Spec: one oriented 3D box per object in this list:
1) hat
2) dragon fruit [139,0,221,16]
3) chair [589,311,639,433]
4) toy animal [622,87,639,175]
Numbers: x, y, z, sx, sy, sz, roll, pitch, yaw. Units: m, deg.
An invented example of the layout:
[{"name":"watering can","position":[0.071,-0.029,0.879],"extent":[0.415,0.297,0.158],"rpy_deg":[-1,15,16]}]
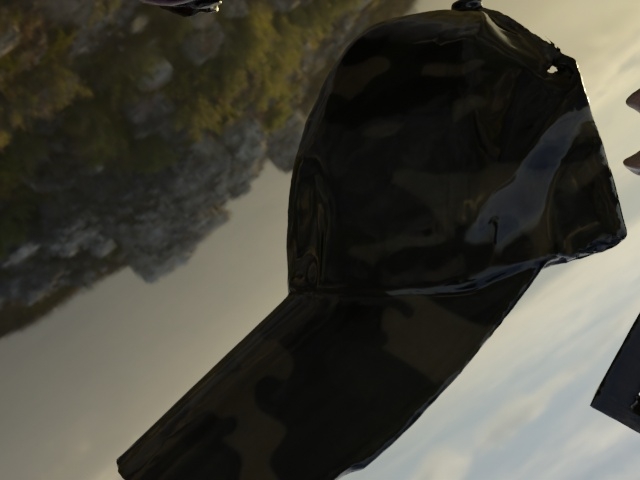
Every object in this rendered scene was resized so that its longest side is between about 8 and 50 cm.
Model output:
[{"name":"hat","position":[0.000,0.000,0.716],"extent":[0.382,0.257,0.366],"rpy_deg":[-24,-177,-20]},{"name":"dragon fruit","position":[-0.105,-0.282,0.717],"extent":[0.244,0.244,0.299],"rpy_deg":[-38,169,-2]},{"name":"chair","position":[0.341,0.198,0.547],"extent":[0.240,0.416,0.203],"rpy_deg":[-51,160,-43]},{"name":"toy animal","position":[0.337,-0.076,0.742],"extent":[0.212,0.124,0.124],"rpy_deg":[5,-153,40]}]
